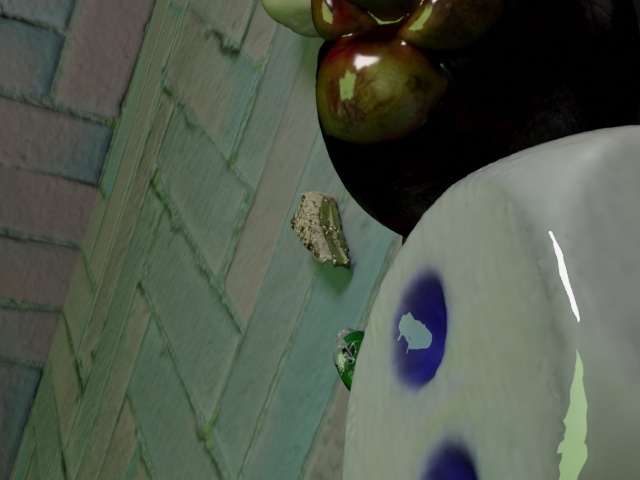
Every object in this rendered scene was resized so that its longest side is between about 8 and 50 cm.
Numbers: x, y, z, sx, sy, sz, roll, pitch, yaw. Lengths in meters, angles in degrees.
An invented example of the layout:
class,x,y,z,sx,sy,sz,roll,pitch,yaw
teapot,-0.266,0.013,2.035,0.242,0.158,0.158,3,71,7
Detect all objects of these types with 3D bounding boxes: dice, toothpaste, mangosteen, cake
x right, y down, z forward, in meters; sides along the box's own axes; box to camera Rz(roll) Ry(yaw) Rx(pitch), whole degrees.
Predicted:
class,x,y,z,sx,sy,sz,roll,pitch,yaw
dice,0.174,0.106,0.569,0.243,0.259,0.251,118,156,-43
toothpaste,0.063,0.151,1.105,0.248,0.047,0.078,-127,53,-60
mangosteen,0.098,-0.140,0.853,0.275,0.302,0.275,-18,58,33
cake,0.000,0.000,1.334,0.140,0.051,0.055,-103,35,-52

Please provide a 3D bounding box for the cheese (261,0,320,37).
class,x,y,z,sx,sy,sz,roll,pitch,yaw
cheese,0.007,-0.398,1.457,0.266,0.127,0.233,-66,24,19

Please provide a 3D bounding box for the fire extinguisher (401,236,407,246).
class,x,y,z,sx,sy,sz,roll,pitch,yaw
fire extinguisher,0.119,-0.002,1.036,0.089,0.072,0.267,-5,68,29
